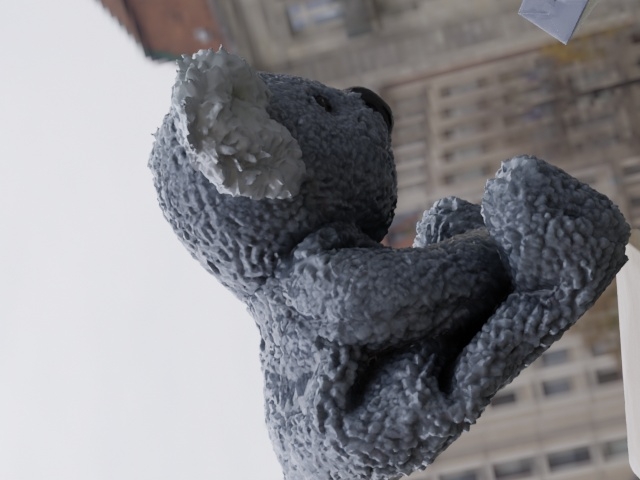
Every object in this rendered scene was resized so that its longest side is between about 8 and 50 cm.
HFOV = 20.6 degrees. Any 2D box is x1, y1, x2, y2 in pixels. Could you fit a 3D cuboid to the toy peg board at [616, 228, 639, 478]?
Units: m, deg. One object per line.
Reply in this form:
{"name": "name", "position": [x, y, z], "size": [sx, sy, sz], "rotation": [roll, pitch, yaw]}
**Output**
{"name": "toy peg board", "position": [0.239, 0.087, 0.996], "size": [0.160, 0.079, 0.161], "rotation": [-129, 28, -64]}

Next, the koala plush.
{"name": "koala plush", "position": [0.000, 0.000, 0.891], "size": [0.221, 0.203, 0.196], "rotation": [45, 169, -3]}

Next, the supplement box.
{"name": "supplement box", "position": [0.235, -0.243, 1.628], "size": [0.083, 0.056, 0.083], "rotation": [-51, -9, -23]}
